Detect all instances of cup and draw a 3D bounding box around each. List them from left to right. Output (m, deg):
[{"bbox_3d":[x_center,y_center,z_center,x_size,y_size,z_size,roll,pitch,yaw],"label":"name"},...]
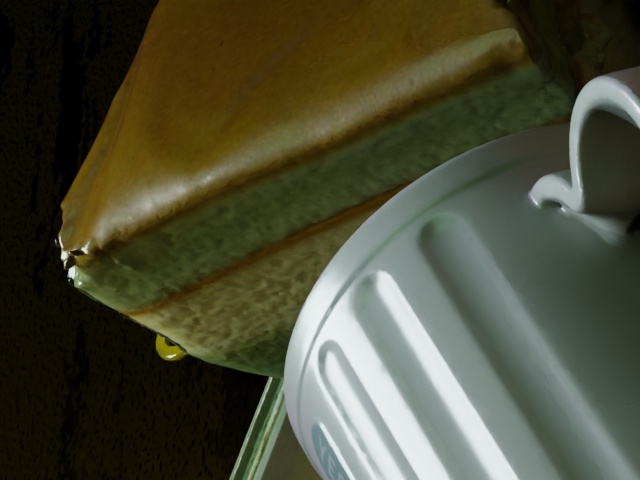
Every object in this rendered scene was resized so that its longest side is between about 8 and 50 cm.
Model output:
[{"bbox_3d":[0.087,0.072,0.515,0.167,0.221,0.202,-34,44,4],"label":"cup"}]

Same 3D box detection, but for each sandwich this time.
[{"bbox_3d":[0.040,-0.043,0.678,0.198,0.155,0.227,17,75,48],"label":"sandwich"}]

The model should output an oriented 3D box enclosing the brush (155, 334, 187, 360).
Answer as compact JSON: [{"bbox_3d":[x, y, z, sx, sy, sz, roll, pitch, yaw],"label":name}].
[{"bbox_3d":[0.000,0.000,0.816,0.205,0.011,0.083,-34,43,21],"label":"brush"}]

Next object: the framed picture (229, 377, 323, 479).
[{"bbox_3d":[0.010,0.133,0.731,0.197,0.014,0.252,5,71,52],"label":"framed picture"}]
